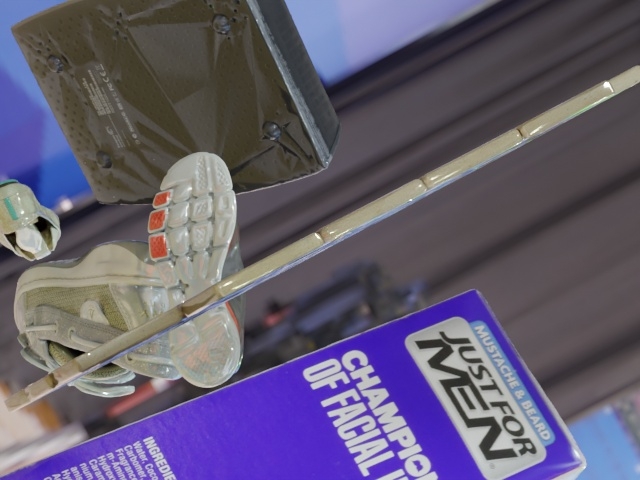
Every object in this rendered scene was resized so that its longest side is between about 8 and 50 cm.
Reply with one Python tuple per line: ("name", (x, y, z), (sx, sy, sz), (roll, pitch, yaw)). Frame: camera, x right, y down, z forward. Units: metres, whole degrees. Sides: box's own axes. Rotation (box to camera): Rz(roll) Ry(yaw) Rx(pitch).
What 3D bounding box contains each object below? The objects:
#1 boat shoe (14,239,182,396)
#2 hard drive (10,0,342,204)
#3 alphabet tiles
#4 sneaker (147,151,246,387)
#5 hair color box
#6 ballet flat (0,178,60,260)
("boat shoe", (-0.170, 0.075, 1.514), (0.320, 0.118, 0.103), (-19, -121, 61))
("hard drive", (-0.103, -0.114, 1.385), (0.254, 0.054, 0.172), (-7, -64, 46))
("alphabet tiles", (0.000, 0.000, 1.009), (0.011, 0.342, 0.285), (62, -22, 1))
("sneaker", (-0.078, 0.021, 1.295), (0.065, 0.061, 0.158), (20, 68, -76))
("hair color box", (-0.066, 0.156, 0.863), (0.110, 0.338, 0.185), (57, -31, 19))
("ballet flat", (-0.264, -0.007, 1.719), (0.052, 0.057, 0.168), (61, -1, 14))
